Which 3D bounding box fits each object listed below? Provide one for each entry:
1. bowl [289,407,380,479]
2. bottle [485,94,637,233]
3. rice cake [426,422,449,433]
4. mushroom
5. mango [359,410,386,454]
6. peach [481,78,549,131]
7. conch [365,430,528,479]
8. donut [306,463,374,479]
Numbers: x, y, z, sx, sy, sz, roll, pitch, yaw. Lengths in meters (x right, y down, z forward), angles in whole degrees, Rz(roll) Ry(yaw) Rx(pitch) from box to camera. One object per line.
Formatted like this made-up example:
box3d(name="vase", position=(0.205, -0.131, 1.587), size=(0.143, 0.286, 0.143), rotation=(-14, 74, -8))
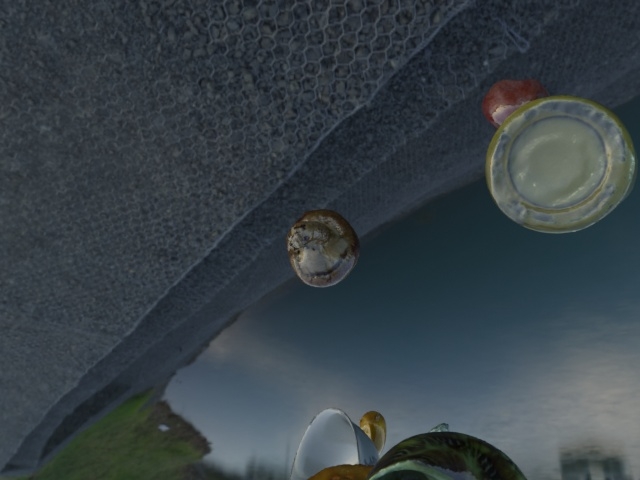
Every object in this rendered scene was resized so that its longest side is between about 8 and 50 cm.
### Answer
box3d(name="bowl", position=(0.064, 0.609, 1.361), size=(0.157, 0.345, 0.345), rotation=(21, 144, -22))
box3d(name="bottle", position=(0.373, -0.103, 0.805), size=(0.172, 0.171, 0.351), rotation=(-20, 173, 31))
box3d(name="rice cake", position=(0.171, 0.352, 0.941), size=(0.121, 0.021, 0.022), rotation=(-36, 165, 15))
box3d(name="mushroom", position=(0.011, 0.023, 1.834), size=(0.267, 0.267, 0.254), rotation=(8, -176, -9))
box3d(name="mango", position=(0.150, 0.566, 1.564), size=(0.066, 0.101, 0.187), rotation=(-1, 114, -18))
box3d(name="peach", position=(0.454, -0.299, 1.267), size=(0.152, 0.152, 0.152), rotation=(1, 148, 1))
box3d(name="conch", position=(0.144, 0.303, 0.603), size=(0.187, 0.181, 0.124), rotation=(-21, 174, 5))
box3d(name="donut", position=(0.062, 0.541, 0.977), size=(0.278, 0.277, 0.108), rotation=(-3, 110, 7))
